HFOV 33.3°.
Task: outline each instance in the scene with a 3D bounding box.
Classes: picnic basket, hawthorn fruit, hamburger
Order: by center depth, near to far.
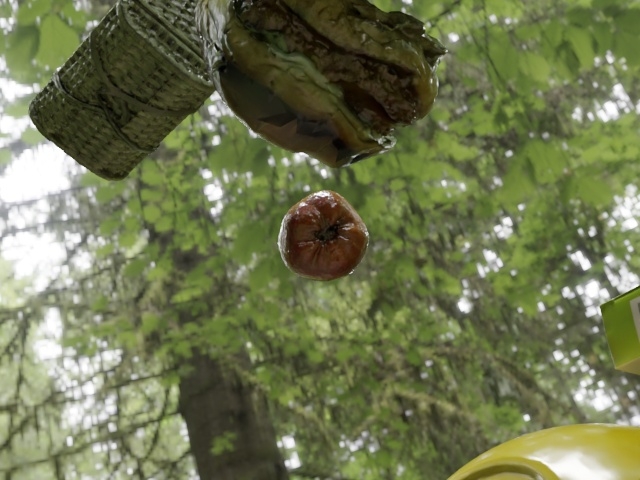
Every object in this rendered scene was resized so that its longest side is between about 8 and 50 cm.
[{"bbox_3d":[-0.014,-0.128,0.816,0.183,0.206,0.130,32,-93,-16],"label":"hamburger"},{"bbox_3d":[-0.186,-0.173,1.107,0.134,0.154,0.196,40,-48,-18],"label":"picnic basket"},{"bbox_3d":[0.000,0.000,1.569,0.133,0.132,0.138,-9,-5,-11],"label":"hawthorn fruit"}]

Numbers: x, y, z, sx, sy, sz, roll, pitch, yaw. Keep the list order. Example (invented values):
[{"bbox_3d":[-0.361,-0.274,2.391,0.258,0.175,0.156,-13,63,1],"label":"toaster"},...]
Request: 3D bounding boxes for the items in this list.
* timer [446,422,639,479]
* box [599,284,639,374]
[{"bbox_3d":[0.227,0.325,0.759,0.387,0.376,0.376,41,-62,-20],"label":"timer"},{"bbox_3d":[0.380,0.067,0.877,0.261,0.062,0.175,17,-37,-36],"label":"box"}]
